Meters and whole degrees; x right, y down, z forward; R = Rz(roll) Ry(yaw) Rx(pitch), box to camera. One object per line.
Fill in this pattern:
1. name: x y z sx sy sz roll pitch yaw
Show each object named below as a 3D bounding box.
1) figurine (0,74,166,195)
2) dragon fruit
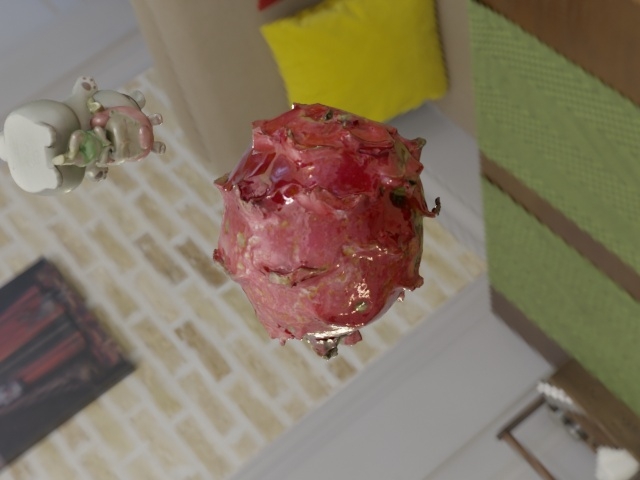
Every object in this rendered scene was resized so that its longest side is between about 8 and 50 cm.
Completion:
1. figurine: -0.164 -0.075 0.853 0.098 0.146 0.081 34 125 28
2. dragon fruit: 0.000 0.000 1.044 0.205 0.210 0.268 14 123 19
